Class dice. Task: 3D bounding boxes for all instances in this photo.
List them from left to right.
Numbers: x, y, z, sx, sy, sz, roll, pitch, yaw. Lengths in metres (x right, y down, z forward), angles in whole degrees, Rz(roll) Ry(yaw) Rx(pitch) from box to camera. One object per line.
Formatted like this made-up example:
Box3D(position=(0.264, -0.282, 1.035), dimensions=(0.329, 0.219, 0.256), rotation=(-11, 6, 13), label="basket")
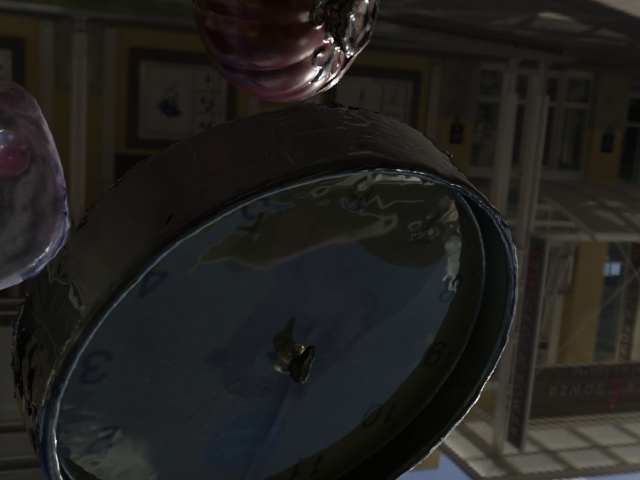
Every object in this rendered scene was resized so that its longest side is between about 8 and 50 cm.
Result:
Box3D(position=(-0.536, -0.079, 1.095), dimensions=(0.270, 0.271, 0.270), rotation=(-20, -154, -31), label="dice")

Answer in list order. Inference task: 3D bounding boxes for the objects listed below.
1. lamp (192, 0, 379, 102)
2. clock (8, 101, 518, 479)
Box3D(position=(-0.052, -0.354, 1.104), dimensions=(0.257, 0.302, 0.303), rotation=(19, -166, 19), label="lamp")
Box3D(position=(-0.016, 0.064, 0.411), dimensions=(0.281, 0.280, 0.055), rotation=(-2, -146, -31), label="clock")
